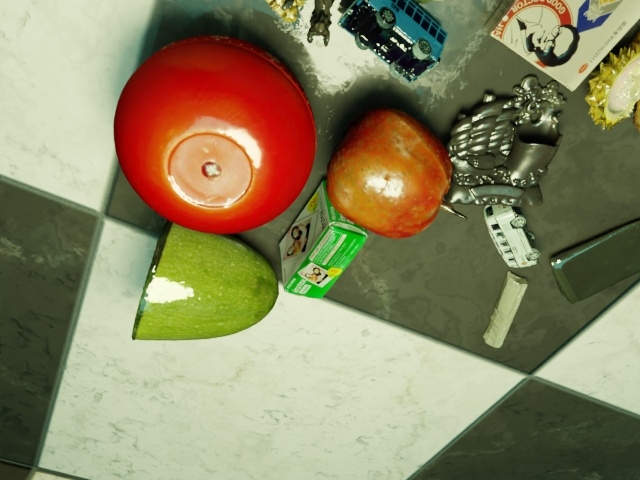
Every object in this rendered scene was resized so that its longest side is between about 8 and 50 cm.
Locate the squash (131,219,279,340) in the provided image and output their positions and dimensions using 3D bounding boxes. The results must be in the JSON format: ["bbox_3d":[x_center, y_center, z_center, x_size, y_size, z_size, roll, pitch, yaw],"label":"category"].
[{"bbox_3d":[-0.251,0.123,1.167,0.309,0.310,0.310,18,125,-13],"label":"squash"}]

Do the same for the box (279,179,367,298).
[{"bbox_3d":[0.000,0.000,1.141,0.103,0.180,0.250,17,127,-24],"label":"box"}]

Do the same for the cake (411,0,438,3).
[{"bbox_3d":[0.190,-0.559,0.805,0.158,0.172,0.283,-1,159,11],"label":"cake"}]

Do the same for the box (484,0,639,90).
[{"bbox_3d":[0.488,-0.469,0.854,0.215,0.069,0.353,26,124,-16],"label":"box"}]

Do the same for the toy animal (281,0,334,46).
[{"bbox_3d":[0.001,-0.458,0.839,0.085,0.148,0.232,14,114,5],"label":"toy animal"}]

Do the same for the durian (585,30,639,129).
[{"bbox_3d":[0.574,-0.329,0.938,0.141,0.078,0.224,0,120,-31],"label":"durian"}]

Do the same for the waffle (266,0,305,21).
[{"bbox_3d":[-0.109,-0.489,0.868,0.192,0.046,0.160,12,125,-6],"label":"waffle"}]

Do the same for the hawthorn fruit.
[{"bbox_3d":[0.167,-0.120,0.987,0.301,0.254,0.254,28,124,5],"label":"hawthorn fruit"}]

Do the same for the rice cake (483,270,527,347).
[{"bbox_3d":[0.505,0.195,1.344,0.057,0.052,0.255,22,129,22],"label":"rice cake"}]

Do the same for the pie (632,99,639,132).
[{"bbox_3d":[0.753,-0.303,0.963,0.274,0.069,0.273,-2,128,-2],"label":"pie"}]

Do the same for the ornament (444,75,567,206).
[{"bbox_3d":[0.383,-0.209,1.032,0.252,0.106,0.260,-1,121,0],"label":"ornament"}]

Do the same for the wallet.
[{"bbox_3d":[0.715,0.051,1.236,0.245,0.052,0.168,-28,120,15],"label":"wallet"}]

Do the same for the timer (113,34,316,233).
[{"bbox_3d":[-0.196,-0.192,0.947,0.379,0.279,0.377,-1,125,-1],"label":"timer"}]

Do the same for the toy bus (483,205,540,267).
[{"bbox_3d":[0.458,-0.014,1.174,0.089,0.087,0.193,-22,123,25],"label":"toy bus"}]

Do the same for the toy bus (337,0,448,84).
[{"bbox_3d":[0.134,-0.386,0.895,0.185,0.106,0.090,32,156,-20],"label":"toy bus"}]
